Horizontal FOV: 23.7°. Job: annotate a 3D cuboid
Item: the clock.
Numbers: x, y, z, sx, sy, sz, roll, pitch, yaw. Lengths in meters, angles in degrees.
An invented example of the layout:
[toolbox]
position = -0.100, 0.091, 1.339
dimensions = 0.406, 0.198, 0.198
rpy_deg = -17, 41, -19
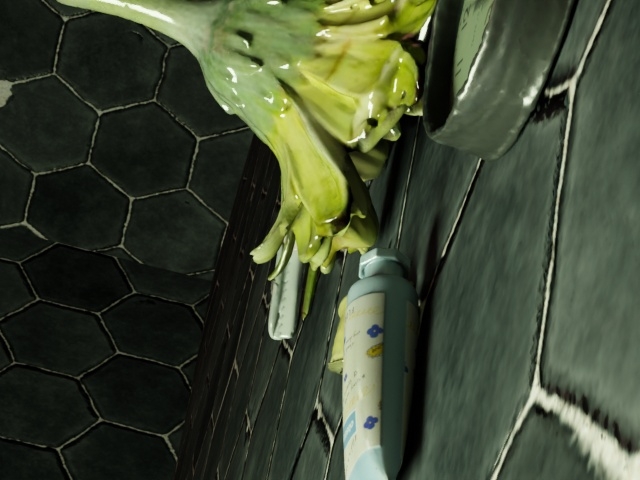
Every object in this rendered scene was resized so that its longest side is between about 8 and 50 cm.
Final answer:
[clock]
position = 0.095, -0.133, 0.793
dimensions = 0.184, 0.040, 0.184
rpy_deg = -166, 90, -84

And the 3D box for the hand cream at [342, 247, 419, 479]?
[hand cream]
position = 0.034, 0.079, 0.864
dimensions = 0.065, 0.043, 0.170
rpy_deg = 110, 168, -49

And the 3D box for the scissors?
[scissors]
position = -0.026, -0.014, 1.598
dimensions = 0.118, 0.031, 0.242
rpy_deg = 49, -135, -67

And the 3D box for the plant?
[plant]
position = -0.009, -0.154, 1.093
dimensions = 0.261, 0.297, 0.306
rpy_deg = -32, 26, 41

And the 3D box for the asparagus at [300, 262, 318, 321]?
[asparagus]
position = 0.000, 0.000, 1.499
dimensions = 0.013, 0.016, 0.166
rpy_deg = 36, -118, -60

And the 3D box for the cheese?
[cheese]
position = 0.026, 0.062, 0.964
dimensions = 0.084, 0.041, 0.060
rpy_deg = 118, 163, -62
